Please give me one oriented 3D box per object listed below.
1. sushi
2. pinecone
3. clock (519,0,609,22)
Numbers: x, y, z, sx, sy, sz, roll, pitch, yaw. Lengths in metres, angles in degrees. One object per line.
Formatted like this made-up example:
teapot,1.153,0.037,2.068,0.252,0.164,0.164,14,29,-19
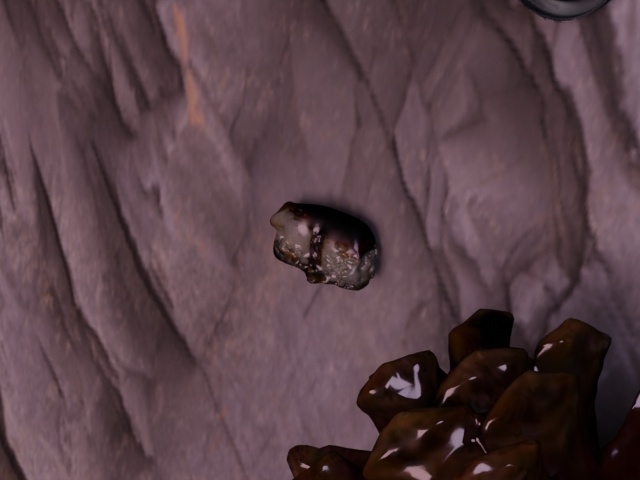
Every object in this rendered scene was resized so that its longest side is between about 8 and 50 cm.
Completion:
sushi,0.000,0.000,1.027,0.083,0.044,0.046,21,117,28
pinecone,0.108,0.205,0.834,0.384,0.384,0.384,13,112,34
clock,0.144,-0.172,0.880,0.085,0.017,0.085,12,111,34
